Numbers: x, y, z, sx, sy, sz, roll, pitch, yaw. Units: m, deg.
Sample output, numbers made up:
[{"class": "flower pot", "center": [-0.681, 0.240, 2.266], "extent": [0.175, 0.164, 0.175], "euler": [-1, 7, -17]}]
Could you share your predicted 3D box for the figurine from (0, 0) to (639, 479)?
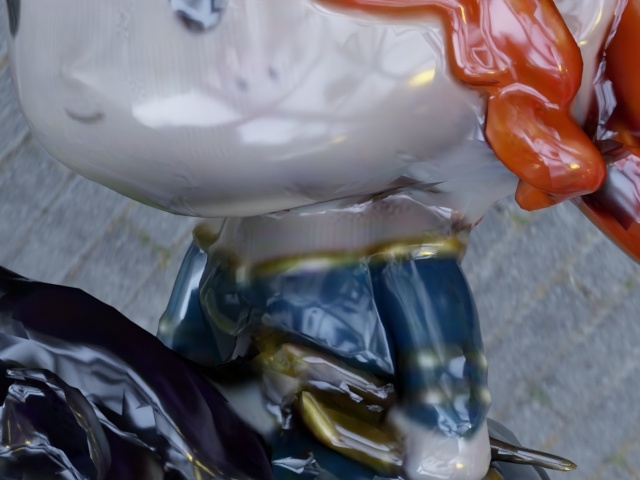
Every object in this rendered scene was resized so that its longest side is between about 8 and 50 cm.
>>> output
[{"class": "figurine", "center": [-0.007, 0.008, 0.507], "extent": [0.306, 0.241, 0.411], "euler": [23, 81, -28]}]
